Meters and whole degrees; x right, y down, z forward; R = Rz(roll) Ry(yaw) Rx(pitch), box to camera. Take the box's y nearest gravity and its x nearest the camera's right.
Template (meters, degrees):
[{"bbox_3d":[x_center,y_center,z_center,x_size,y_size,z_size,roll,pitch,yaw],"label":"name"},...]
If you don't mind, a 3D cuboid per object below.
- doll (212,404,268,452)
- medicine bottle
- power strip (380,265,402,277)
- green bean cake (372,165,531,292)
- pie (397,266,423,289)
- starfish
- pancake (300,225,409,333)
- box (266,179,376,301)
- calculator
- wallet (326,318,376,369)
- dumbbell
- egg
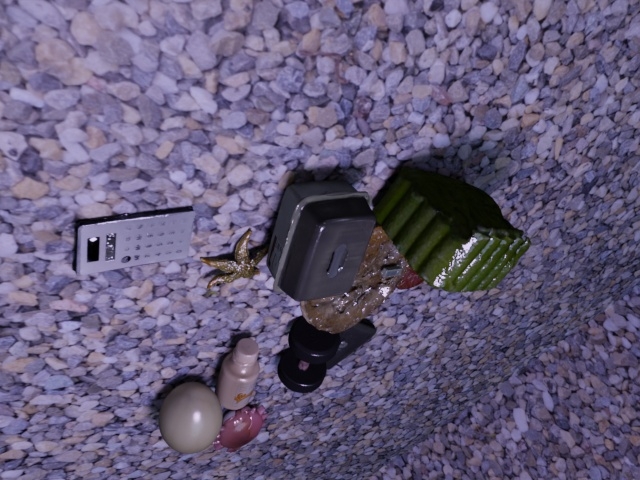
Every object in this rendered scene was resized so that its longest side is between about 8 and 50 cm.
[{"bbox_3d":[-0.274,0.640,2.387,0.211,0.093,0.262,-17,143,-25],"label":"doll"},{"bbox_3d":[-0.238,0.387,2.080,0.114,0.114,0.252,-9,139,-29],"label":"medicine bottle"},{"bbox_3d":[0.204,0.088,2.017,0.083,0.017,0.027,-5,132,-44],"label":"power strip"},{"bbox_3d":[0.334,-0.038,1.818,0.335,0.319,0.218,7,127,-48],"label":"green bean cake"},{"bbox_3d":[0.283,0.093,2.181,0.153,0.038,0.154,-20,142,-17],"label":"pie"},{"bbox_3d":[-0.195,0.045,1.753,0.208,0.053,0.176,-14,133,-33],"label":"starfish"},{"bbox_3d":[0.100,0.102,2.011,0.386,0.082,0.387,-24,140,-21],"label":"pancake"},{"bbox_3d":[0.000,0.000,1.708,0.220,0.166,0.291,-8,131,-33],"label":"box"},{"bbox_3d":[-0.407,0.001,1.548,0.261,0.021,0.161,-11,140,-28],"label":"calculator"},{"bbox_3d":[0.057,0.342,2.314,0.245,0.052,0.168,-43,141,20],"label":"wallet"},{"bbox_3d":[-0.038,0.348,2.151,0.152,0.152,0.218,-10,140,-28],"label":"dumbbell"},{"bbox_3d":[-0.379,0.518,2.069,0.185,0.186,0.242,-10,138,-29],"label":"egg"}]
